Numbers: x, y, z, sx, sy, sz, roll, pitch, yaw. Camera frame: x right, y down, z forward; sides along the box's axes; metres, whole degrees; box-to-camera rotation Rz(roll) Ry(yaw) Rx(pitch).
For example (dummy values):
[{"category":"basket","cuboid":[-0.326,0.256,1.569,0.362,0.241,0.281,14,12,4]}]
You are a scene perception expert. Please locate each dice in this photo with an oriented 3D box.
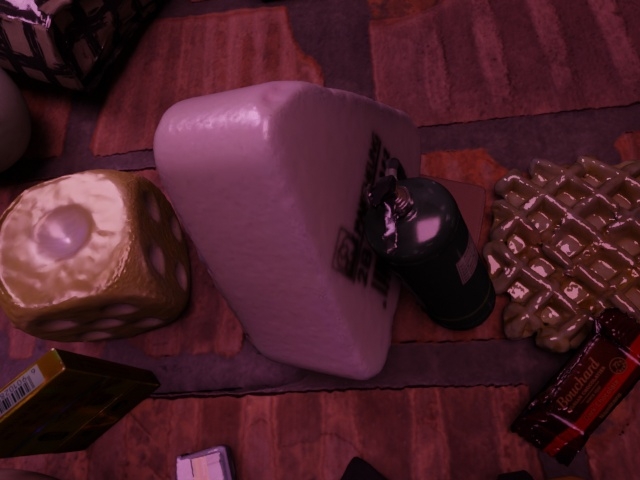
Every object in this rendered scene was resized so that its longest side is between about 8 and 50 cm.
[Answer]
[{"category":"dice","cuboid":[-0.272,0.026,0.551,0.169,0.169,0.166,-13,67,1]}]

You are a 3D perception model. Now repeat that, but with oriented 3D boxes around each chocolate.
[{"category":"chocolate","cuboid":[0.295,0.161,0.487,0.086,0.028,0.182,32,96,2]}]

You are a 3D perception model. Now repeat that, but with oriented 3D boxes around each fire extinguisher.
[{"category":"fire extinguisher","cuboid":[0.108,0.006,0.452,0.093,0.294,0.118,-13,57,25]}]

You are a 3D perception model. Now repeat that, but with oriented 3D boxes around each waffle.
[{"category":"waffle","cuboid":[0.366,0.017,0.553,0.310,0.056,0.291,6,70,9]}]

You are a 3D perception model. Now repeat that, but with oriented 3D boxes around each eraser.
[{"category":"eraser","cuboid":[0.000,0.000,0.496,0.150,0.331,0.330,5,68,31]}]

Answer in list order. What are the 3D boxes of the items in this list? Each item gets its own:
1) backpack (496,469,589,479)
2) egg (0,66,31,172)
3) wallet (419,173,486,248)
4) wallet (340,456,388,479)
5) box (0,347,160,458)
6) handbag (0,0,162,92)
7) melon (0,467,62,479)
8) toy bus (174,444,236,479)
[{"category":"backpack","cuboid":[0.227,0.404,0.338,0.354,0.201,0.378,-32,67,-8]},{"category":"egg","cuboid":[-0.565,-0.198,0.648,0.283,0.203,0.202,28,74,12]},{"category":"wallet","cuboid":[0.144,-0.041,0.608,0.153,0.038,0.117,13,69,9]},{"category":"wallet","cuboid":[-0.004,0.366,0.362,0.041,0.247,0.322,33,74,-10]},{"category":"box","cuboid":[-0.271,0.181,0.477,0.121,0.193,0.030,-40,68,-9]},{"category":"handbag","cuboid":[-0.464,-0.427,0.741,0.326,0.162,0.326,18,56,8]},{"category":"melon","cuboid":[-0.345,0.336,0.408,0.317,0.223,0.222,-6,68,3]},{"category":"toy bus","cuboid":[-0.113,0.327,0.478,0.075,0.064,0.190,-15,68,-13]}]
